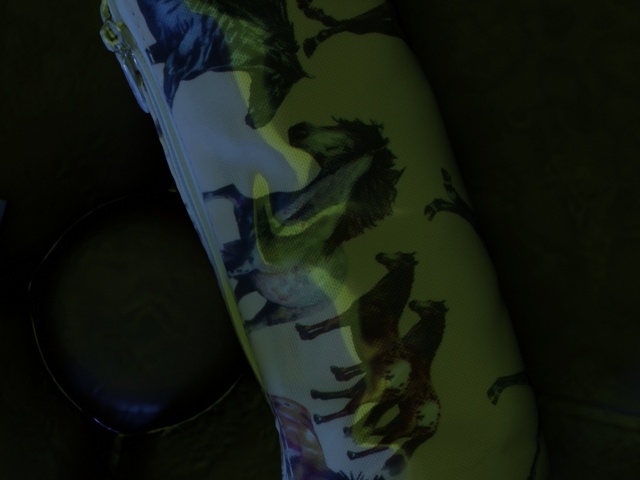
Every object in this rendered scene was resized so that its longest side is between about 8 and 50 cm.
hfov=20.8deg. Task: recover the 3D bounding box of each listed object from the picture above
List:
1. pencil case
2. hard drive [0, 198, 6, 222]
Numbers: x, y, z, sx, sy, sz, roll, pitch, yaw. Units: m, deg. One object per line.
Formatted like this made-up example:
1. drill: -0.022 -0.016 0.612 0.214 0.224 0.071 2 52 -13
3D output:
1. pencil case: 0.000 0.000 1.026 0.183 0.160 0.410 -18 84 -7
2. hard drive: -0.364 0.113 1.149 0.233 0.047 0.353 15 90 12
